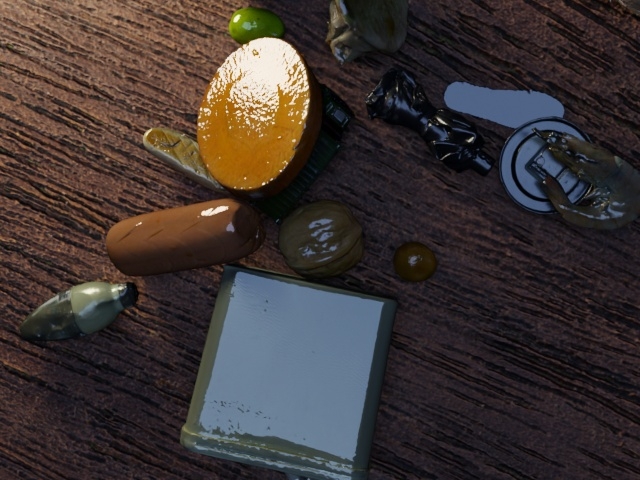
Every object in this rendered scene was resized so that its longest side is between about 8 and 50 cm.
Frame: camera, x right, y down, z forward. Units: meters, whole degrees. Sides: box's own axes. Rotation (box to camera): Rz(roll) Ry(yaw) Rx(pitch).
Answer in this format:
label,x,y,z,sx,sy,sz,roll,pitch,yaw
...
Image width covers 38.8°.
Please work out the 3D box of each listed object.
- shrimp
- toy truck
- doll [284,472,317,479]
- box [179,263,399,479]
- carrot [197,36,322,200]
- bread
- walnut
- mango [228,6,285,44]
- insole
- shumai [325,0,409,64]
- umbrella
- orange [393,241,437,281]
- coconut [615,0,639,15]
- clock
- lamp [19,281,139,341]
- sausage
label,x,y,z,sx,sy,sz,roll,pitch,yaw
shrimp,0.474,-0.107,1.671,0.254,0.059,0.145,24,105,-5
toy truck,-0.046,-0.169,1.701,0.088,0.121,0.259,37,94,-35
doll,-0.029,0.628,1.690,0.226,0.215,0.370,23,89,35
box,-0.051,0.242,1.701,0.352,0.177,0.343,12,89,4
carrot,-0.108,-0.214,1.656,0.258,0.100,0.307,-16,64,30
bread,-0.242,-0.154,1.757,0.214,0.053,0.073,29,79,-2
walnut,0.000,0.000,1.701,0.167,0.149,0.166,4,126,5
mango,-0.121,-0.409,1.742,0.108,0.056,0.073,6,96,-9
insole,0.350,-0.257,1.740,0.232,0.003,0.080,11,92,4
shumai,0.072,-0.422,1.703,0.120,0.201,0.201,-18,91,45
umbrella,0.210,-0.214,1.698,0.272,0.110,0.122,38,133,4
orange,0.180,0.041,1.724,0.085,0.085,0.085,0,92,4
coconut,0.603,-0.508,1.614,0.234,0.224,0.224,44,94,3
clock,0.427,-0.141,1.719,0.184,0.040,0.184,0,95,4
lamp,-0.469,0.137,1.758,0.250,0.101,0.101,-18,91,7
sausage,-0.250,-0.005,1.692,0.304,0.121,0.121,-10,91,23
